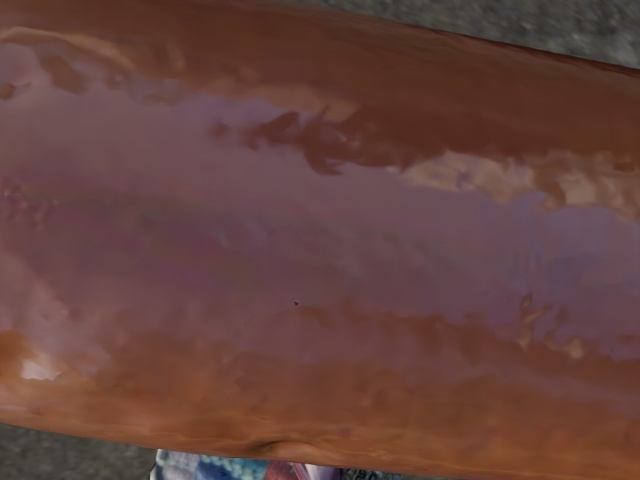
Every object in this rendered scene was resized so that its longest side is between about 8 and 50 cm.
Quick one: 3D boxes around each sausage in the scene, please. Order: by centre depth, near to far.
[{"bbox_3d":[0.000,0.000,0.426,0.259,0.113,0.114,8,91,-11],"label":"sausage"}]

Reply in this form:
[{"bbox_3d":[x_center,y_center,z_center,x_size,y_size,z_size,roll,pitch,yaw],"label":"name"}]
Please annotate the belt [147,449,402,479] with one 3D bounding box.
[{"bbox_3d":[-0.019,0.183,1.224,0.160,0.207,0.295,21,120,11],"label":"belt"}]
